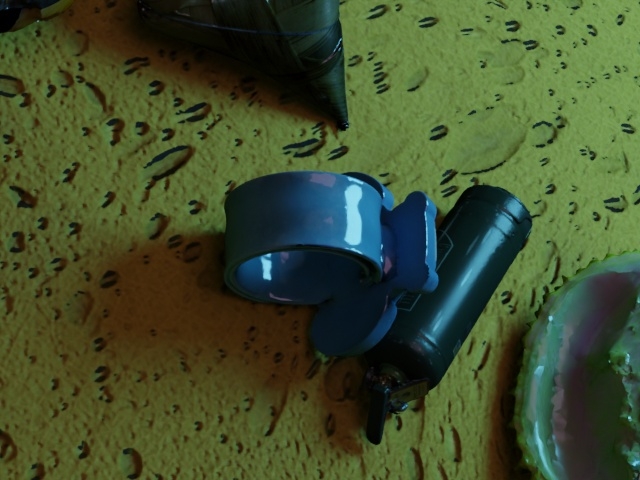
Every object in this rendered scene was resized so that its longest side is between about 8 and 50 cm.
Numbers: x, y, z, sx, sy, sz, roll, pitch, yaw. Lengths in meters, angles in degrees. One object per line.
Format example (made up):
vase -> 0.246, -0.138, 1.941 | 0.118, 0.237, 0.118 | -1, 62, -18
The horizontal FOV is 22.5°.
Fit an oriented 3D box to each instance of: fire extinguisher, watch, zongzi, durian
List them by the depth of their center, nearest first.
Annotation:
watch -> 0.000, 0.000, 1.679 | 0.193, 0.211, 0.211 | 22, 63, -41
zongzi -> -0.082, -0.214, 1.779 | 0.221, 0.242, 0.112 | -8, 36, -2
fire extinguisher -> 0.128, 0.080, 1.783 | 0.095, 0.114, 0.311 | 21, 54, 22
durian -> 0.314, 0.170, 1.807 | 0.158, 0.169, 0.352 | 20, 66, -23

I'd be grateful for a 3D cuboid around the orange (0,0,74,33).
orange -> -0.336, -0.317, 1.613 | 0.234, 0.182, 0.234 | 7, 65, -15
